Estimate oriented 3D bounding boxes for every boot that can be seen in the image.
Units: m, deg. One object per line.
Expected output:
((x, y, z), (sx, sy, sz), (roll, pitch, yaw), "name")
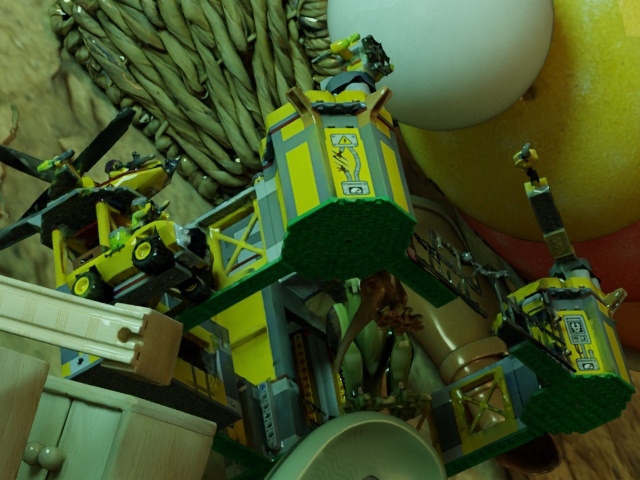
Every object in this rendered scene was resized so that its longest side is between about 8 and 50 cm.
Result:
((0.085, 0.061, 1.123), (0.197, 0.073, 0.152), (29, 33, -39), "boot")

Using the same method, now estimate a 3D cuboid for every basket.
((0.010, -0.178, 1.130), (0.213, 0.223, 0.299), (48, 31, -8), "basket")

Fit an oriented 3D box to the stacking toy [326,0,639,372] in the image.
((0.153, -0.106, 1.055), (0.480, 0.350, 0.351), (14, 48, -55), "stacking toy")

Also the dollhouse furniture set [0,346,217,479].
((-0.180, 0.107, 0.637), (0.242, 0.212, 0.161), (23, 80, -38), "dollhouse furniture set")

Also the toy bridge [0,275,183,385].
((-0.147, 0.018, 0.644), (0.063, 0.188, 0.026), (35, 69, -66), "toy bridge")

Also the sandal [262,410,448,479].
((-0.019, 0.198, 0.788), (0.120, 0.086, 0.303), (41, 58, -20), "sandal")

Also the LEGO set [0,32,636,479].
((0.000, 0.000, 0.922), (0.331, 0.255, 0.192), (27, 40, -41), "LEGO set")
